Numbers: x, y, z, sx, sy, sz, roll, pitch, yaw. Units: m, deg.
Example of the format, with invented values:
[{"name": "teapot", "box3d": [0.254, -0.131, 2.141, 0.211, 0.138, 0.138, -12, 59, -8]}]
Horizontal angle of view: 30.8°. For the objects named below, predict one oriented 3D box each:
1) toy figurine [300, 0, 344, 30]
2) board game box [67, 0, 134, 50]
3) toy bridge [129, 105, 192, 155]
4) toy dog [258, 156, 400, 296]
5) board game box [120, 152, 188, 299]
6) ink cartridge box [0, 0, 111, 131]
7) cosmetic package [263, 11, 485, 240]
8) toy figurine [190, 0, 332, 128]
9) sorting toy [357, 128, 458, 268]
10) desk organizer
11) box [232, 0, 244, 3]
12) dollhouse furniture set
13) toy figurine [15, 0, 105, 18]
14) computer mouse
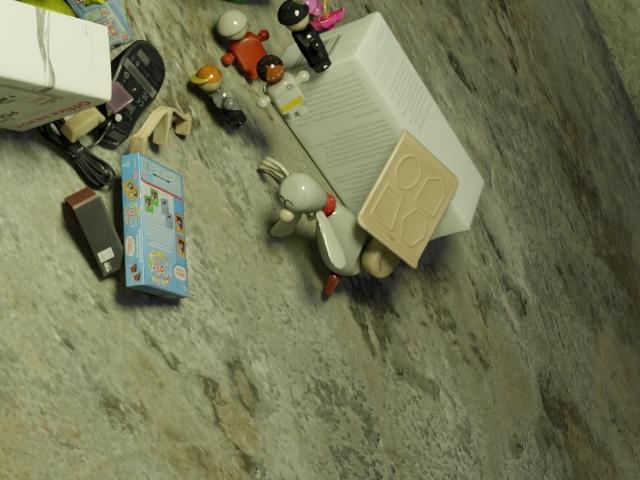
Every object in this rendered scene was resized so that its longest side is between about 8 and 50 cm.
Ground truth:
[{"name": "toy figurine", "box3d": [-0.006, -0.510, 2.372, 0.173, 0.130, 0.159, 9, 81, -29]}, {"name": "board game box", "box3d": [-0.368, -0.423, 1.790, 0.194, 0.060, 0.194, 54, 17, -58]}, {"name": "toy bridge", "box3d": [-0.261, -0.190, 1.934, 0.188, 0.026, 0.063, -43, 145, -63]}, {"name": "toy dog", "box3d": [0.000, 0.000, 2.167, 0.334, 0.220, 0.161, 34, 85, -34]}, {"name": "board game box", "box3d": [-0.266, -0.019, 1.876, 0.160, 0.039, 0.211, 29, 54, -69]}, {"name": "ink cartridge box", "box3d": [-0.455, -0.243, 1.588, 0.283, 0.207, 0.117, 7, 75, -52]}, {"name": "cosmetic package", "box3d": [0.116, -0.206, 2.323, 0.453, 0.230, 0.161, 55, 41, -29]}, {"name": "toy figurine", "box3d": [-0.106, -0.317, 2.076, 0.148, 0.213, 0.209, 59, 43, -41]}, {"name": "sorting toy", "box3d": [0.162, -0.077, 2.186, 0.193, 0.038, 0.208, 37, 73, -41]}, {"name": "desk organizer", "box3d": [-0.346, -0.014, 1.795, 0.047, 0.050, 0.130, -30, 124, -19]}, {"name": "box", "box3d": [-0.152, -0.579, 2.091, 0.262, 0.127, 0.231, 5, 74, -77]}, {"name": "dollhouse furniture set", "box3d": [-0.358, -0.198, 1.793, 0.114, 0.081, 0.091, -39, 77, -17]}, {"name": "toy figurine", "box3d": [-0.481, -0.429, 1.630, 0.363, 0.191, 0.217, 13, 49, -43]}, {"name": "computer mouse", "box3d": [-0.358, -0.231, 1.846, 0.184, 0.060, 0.262, 44, 59, -42]}]
